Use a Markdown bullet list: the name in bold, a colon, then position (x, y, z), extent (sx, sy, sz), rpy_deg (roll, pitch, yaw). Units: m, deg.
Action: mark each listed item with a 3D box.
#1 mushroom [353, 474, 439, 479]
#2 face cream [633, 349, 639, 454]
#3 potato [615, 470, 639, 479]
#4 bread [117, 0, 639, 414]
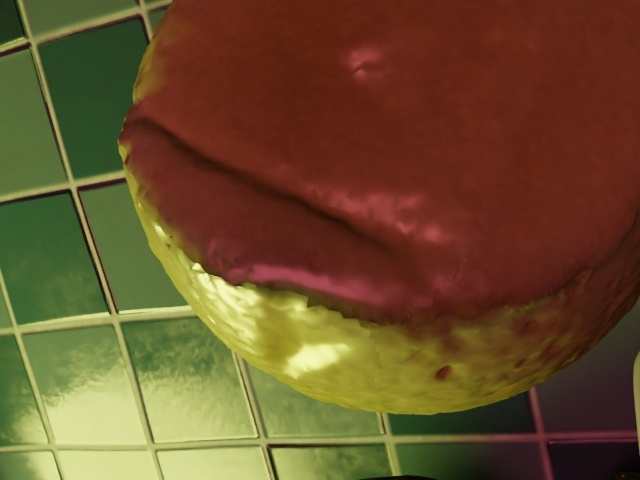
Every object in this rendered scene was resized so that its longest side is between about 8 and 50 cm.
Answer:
- **mushroom**: position (0.042, 0.291, 0.726), extent (0.253, 0.153, 0.253), rpy_deg (0, 83, 0)
- **face cream**: position (0.338, 0.112, 0.580), extent (0.291, 0.071, 0.144), rpy_deg (-10, 83, 25)
- **potato**: position (0.208, 0.272, 0.689), extent (0.090, 0.117, 0.225), rpy_deg (10, 100, 36)
- **bread**: position (0.048, -0.047, 0.595), extent (0.321, 0.237, 0.320), rpy_deg (-1, 80, 7)
